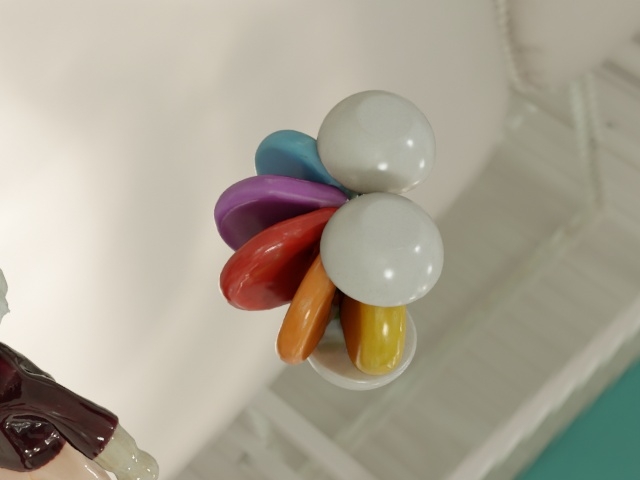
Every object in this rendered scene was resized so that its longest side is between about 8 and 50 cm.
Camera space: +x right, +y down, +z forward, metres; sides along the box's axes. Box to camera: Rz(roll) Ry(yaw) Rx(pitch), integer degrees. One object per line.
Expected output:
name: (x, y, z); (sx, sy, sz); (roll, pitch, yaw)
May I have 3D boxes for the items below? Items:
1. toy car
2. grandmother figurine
toy car: (0.000, 0.000, 1.235); (0.136, 0.182, 0.159); (3, 145, -6)
grandmother figurine: (-0.198, 0.126, 1.280); (0.342, 0.207, 0.104); (63, 39, -44)
